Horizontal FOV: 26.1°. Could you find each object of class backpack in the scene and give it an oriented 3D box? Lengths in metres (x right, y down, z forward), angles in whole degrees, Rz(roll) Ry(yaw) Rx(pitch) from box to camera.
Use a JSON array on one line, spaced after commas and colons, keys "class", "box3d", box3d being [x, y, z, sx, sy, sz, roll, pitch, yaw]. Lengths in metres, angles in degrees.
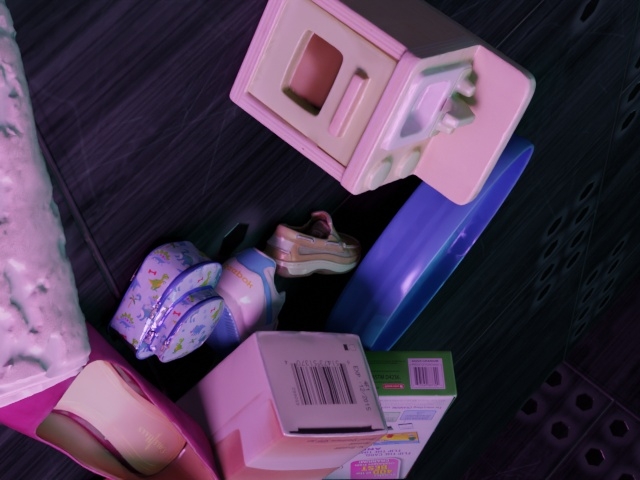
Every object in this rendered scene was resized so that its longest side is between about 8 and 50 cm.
[{"class": "backpack", "box3d": [-0.149, 0.063, 1.421, 0.105, 0.084, 0.114, -16, 136, -61]}]

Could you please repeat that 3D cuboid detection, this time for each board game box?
[{"class": "board game box", "box3d": [0.026, 0.238, 1.839, 0.242, 0.064, 0.316, 1, 151, -10]}]

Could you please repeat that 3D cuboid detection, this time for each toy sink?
[{"class": "toy sink", "box3d": [0.054, -0.142, 1.298, 0.131, 0.234, 0.152, -23, 145, -53]}]

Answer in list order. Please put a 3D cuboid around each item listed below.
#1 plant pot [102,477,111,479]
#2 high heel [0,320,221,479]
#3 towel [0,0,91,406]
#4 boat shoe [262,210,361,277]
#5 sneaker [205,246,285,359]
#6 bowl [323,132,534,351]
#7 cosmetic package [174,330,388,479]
[{"class": "plant pot", "box3d": [-0.193, 0.435, 1.723, 0.267, 0.267, 0.235, -25, 160, -50]}, {"class": "high heel", "box3d": [-0.201, 0.181, 1.364, 0.127, 0.181, 0.377, -52, 159, 0]}, {"class": "towel", "box3d": [-0.275, -0.041, 0.762, 0.317, 0.053, 0.331, -23, 105, -52]}, {"class": "boat shoe", "box3d": [0.000, 0.000, 1.665, 0.190, 0.068, 0.072, -11, 119, -62]}, {"class": "sneaker", "box3d": [-0.082, 0.093, 1.609, 0.092, 0.087, 0.228, -47, 161, -21]}, {"class": "bowl", "box3d": [0.140, 0.008, 1.855, 0.391, 0.077, 0.391, -51, 170, -12]}, {"class": "cosmetic package", "box3d": [-0.077, 0.226, 1.585, 0.153, 0.129, 0.296, 3, 149, -36]}]
